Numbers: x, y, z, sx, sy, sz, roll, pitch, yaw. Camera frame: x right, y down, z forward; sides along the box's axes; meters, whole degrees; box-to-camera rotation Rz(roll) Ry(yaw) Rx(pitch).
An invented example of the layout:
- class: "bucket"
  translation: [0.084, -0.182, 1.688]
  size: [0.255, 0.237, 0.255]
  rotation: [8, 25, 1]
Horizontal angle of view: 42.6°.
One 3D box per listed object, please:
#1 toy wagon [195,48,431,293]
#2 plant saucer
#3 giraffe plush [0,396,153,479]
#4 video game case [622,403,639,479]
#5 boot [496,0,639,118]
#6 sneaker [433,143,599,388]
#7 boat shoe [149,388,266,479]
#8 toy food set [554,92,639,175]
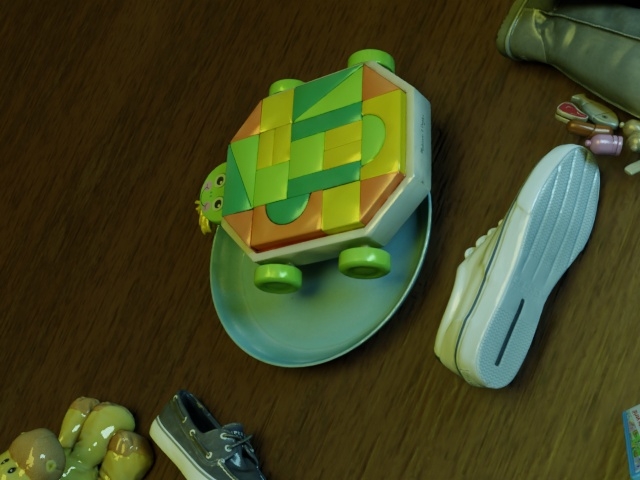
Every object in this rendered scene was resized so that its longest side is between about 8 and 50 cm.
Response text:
- class: "toy wagon"
  translation: [-0.031, -0.073, 0.968]
  size: [0.344, 0.068, 0.267]
  rotation: [-12, 63, 33]
- class: "plant saucer"
  translation: [0.000, 0.000, 0.986]
  size: [0.318, 0.044, 0.317]
  rotation: [-16, 61, 32]
- class: "giraffe plush"
  translation: [-0.341, 0.294, 1.027]
  size: [0.181, 0.170, 0.210]
  rotation: [4, 73, 38]
- class: "video game case"
  translation: [0.320, 0.130, 0.647]
  size: [0.166, 0.119, 0.015]
  rotation: [-33, 93, 22]
- class: "boot"
  translation: [0.302, -0.235, 0.841]
  size: [0.208, 0.076, 0.189]
  rotation: [34, 105, 47]
- class: "sneaker"
  translation: [0.184, 0.016, 0.809]
  size: [0.091, 0.094, 0.258]
  rotation: [15, 72, 57]
- class: "boat shoe"
  translation: [-0.115, 0.242, 0.948]
  size: [0.228, 0.080, 0.076]
  rotation: [26, 89, 49]
- class: "toy food set"
  translation: [0.279, -0.111, 0.808]
  size: [0.078, 0.019, 0.122]
  rotation: [-21, 48, -27]
